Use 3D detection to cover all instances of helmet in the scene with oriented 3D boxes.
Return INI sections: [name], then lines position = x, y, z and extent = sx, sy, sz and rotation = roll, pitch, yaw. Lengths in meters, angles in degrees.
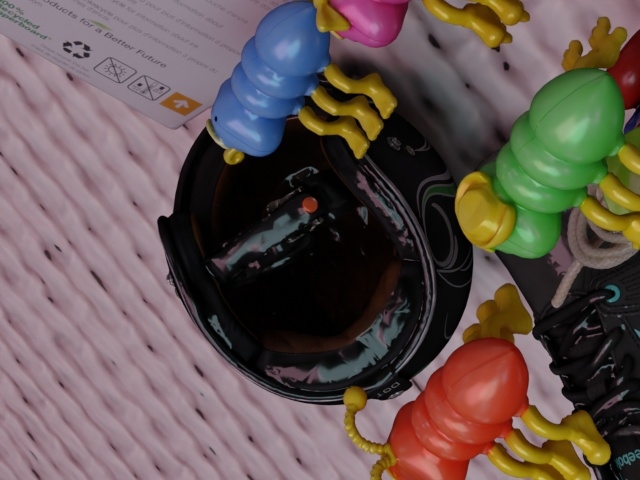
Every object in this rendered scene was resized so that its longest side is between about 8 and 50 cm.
[helmet]
position = 0.000, 0.000, 0.892
extent = 0.169, 0.161, 0.169
rotation = 1, 103, 4

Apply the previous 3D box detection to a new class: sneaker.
[sneaker]
position = 0.166, 0.064, 0.852
extent = 0.267, 0.106, 0.101
rotation = 46, 142, 1

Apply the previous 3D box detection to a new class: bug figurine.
[bug figurine]
position = 0.037, -0.034, 0.701
extent = 0.279, 0.072, 0.216
rotation = 61, 139, 31

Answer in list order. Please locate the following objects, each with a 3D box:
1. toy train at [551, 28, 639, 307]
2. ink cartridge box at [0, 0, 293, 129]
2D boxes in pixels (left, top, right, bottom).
[toy train]
position = 0.152, -0.033, 0.710
extent = 0.105, 0.143, 0.248
rotation = 38, 119, 8
[ink cartridge box]
position = -0.097, -0.192, 0.790
extent = 0.304, 0.072, 0.307
rotation = 30, 143, -28
